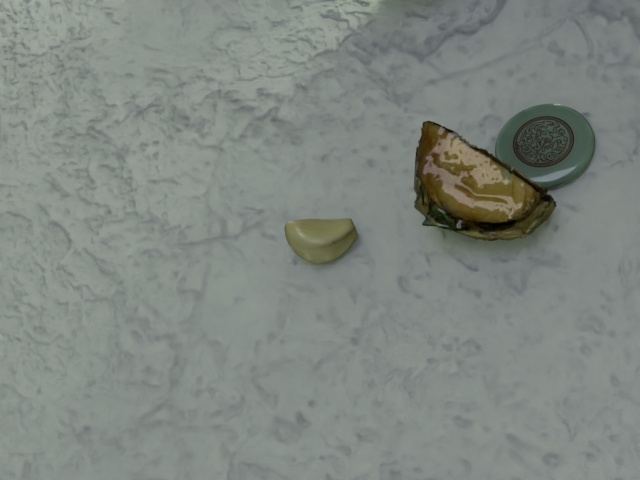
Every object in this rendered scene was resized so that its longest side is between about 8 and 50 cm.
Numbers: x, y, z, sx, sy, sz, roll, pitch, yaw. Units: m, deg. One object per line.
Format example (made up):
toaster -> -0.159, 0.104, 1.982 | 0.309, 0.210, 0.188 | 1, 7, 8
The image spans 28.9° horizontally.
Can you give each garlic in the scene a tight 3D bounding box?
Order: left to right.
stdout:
garlic -> 0.000, -0.001, 1.384 | 0.083, 0.041, 0.053 | -6, 47, 8

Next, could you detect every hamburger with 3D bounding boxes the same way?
hamburger -> 0.157, -0.047, 1.331 | 0.176, 0.087, 0.102 | 34, 94, 21

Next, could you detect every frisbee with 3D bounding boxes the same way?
frisbee -> 0.246, -0.105, 1.365 | 0.110, 0.014, 0.110 | -9, 59, 15
